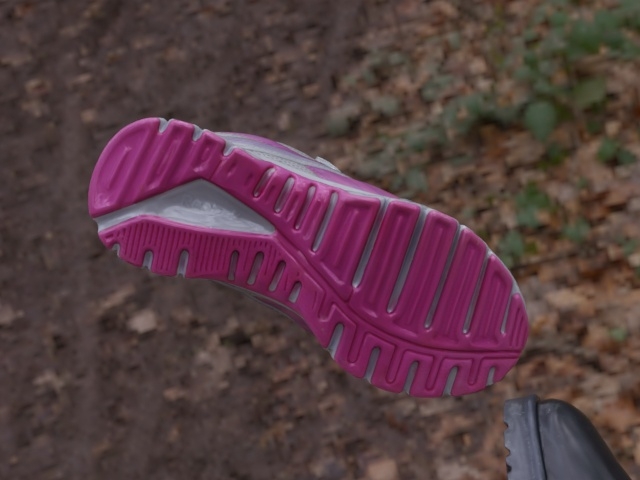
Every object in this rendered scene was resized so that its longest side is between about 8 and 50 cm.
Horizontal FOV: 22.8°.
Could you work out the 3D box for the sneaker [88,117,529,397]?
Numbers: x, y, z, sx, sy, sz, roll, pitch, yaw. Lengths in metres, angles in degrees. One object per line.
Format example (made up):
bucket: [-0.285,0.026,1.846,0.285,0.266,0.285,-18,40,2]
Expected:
sneaker: [0.000,0.000,0.887,0.252,0.103,0.111,28,9,-3]

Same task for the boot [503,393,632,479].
boot: [0.372,0.239,1.112,0.445,0.146,0.367,-13,58,8]
